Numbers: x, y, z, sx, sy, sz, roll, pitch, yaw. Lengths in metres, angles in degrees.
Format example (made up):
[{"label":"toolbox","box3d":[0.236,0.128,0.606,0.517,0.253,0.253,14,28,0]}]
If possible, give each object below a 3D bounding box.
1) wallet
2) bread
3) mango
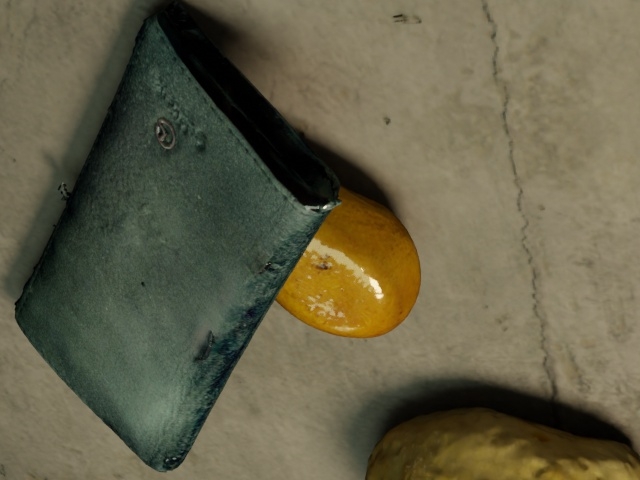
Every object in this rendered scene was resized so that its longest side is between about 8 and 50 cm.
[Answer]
[{"label":"wallet","box3d":[-0.116,0.017,1.176,0.191,0.046,0.379,48,140,14]},{"label":"bread","box3d":[0.153,0.236,1.323,0.244,0.134,0.244,10,140,9]},{"label":"mango","box3d":[-0.002,0.004,1.157,0.165,0.089,0.115,33,137,-11]}]
